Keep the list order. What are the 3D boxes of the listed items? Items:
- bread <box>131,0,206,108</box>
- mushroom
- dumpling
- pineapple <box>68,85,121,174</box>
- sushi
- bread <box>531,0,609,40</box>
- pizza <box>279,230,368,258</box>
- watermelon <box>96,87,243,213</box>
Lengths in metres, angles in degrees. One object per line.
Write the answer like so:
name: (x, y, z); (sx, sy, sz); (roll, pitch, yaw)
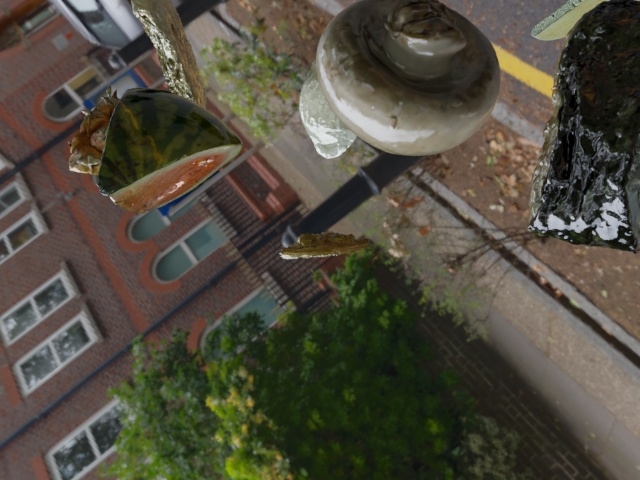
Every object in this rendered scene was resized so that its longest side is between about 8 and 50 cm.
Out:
bread: (-0.236, -0.309, 0.928); (0.181, 0.039, 0.250); (-101, -5, -46)
mushroom: (0.177, -0.343, 1.097); (0.362, 0.362, 0.294); (49, 150, 19)
dumpling: (0.036, -0.322, 1.367); (0.180, 0.132, 0.251); (9, 99, 43)
pineapple: (-0.394, -0.189, 1.130); (0.115, 0.236, 0.186); (14, 136, 1)
sushi: (0.395, -0.155, 0.772); (0.171, 0.349, 0.211); (12, 171, 45)
bread: (0.625, -0.555, 1.404); (0.112, 0.193, 0.036); (5, -116, -40)
pizza: (0.000, 0.000, 0.813); (0.108, 0.123, 0.026); (-123, 28, -75)
watermelon: (-0.198, -0.128, 0.720); (0.128, 0.159, 0.303); (56, 176, -5)
